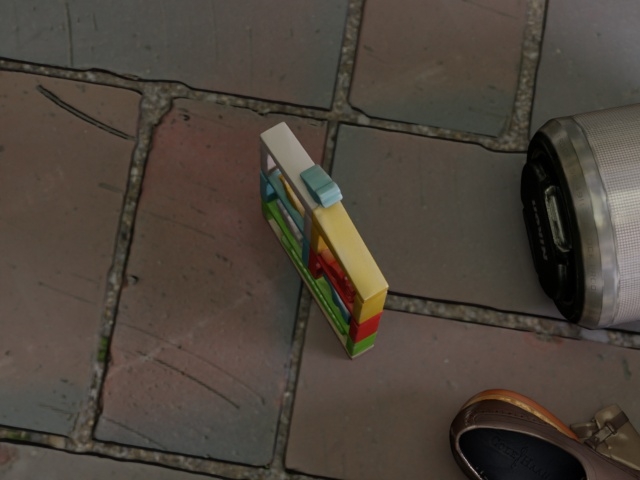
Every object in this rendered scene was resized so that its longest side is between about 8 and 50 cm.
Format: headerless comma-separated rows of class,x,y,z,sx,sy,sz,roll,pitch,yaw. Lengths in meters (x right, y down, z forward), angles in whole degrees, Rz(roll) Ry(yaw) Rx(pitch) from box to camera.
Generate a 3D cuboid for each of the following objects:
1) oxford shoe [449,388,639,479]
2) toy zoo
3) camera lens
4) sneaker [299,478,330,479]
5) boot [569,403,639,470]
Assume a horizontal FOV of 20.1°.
oxford shoe,0.281,0.277,1.776,0.363,0.133,0.130,28,99,10
toy zoo,0.000,0.000,1.785,0.030,0.293,0.192,-30,77,-10
camera lens,0.354,-0.035,1.844,0.274,0.219,0.219,-11,74,-5
sneaker,0.082,0.327,1.807,0.256,0.094,0.151,8,95,-13
boot,0.317,0.210,1.862,0.118,0.042,0.087,-18,74,-6
